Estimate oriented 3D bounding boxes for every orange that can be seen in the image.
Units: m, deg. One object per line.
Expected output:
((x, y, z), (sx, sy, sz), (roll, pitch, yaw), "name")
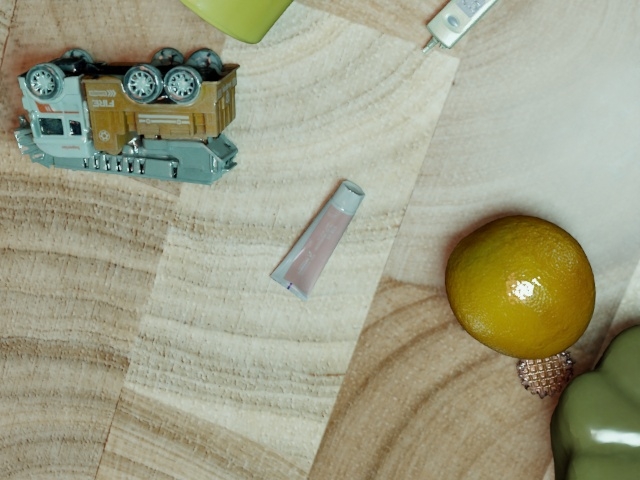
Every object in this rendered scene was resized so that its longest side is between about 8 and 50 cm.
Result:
((0.273, 0.064, 1.303), (0.206, 0.206, 0.206), (3, 102, 12), "orange")

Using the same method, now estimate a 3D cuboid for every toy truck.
((-0.291, -0.178, 1.403), (0.338, 0.133, 0.184), (2, 111, 10), "toy truck")

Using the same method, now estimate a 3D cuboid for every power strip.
((0.208, -0.326, 1.313), (0.047, 0.030, 0.191), (46, 106, 1), "power strip")

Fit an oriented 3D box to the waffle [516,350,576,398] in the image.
((0.327, 0.186, 1.397), (0.075, 0.029, 0.083), (36, 104, 0), "waffle")

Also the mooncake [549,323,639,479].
((0.478, 0.274, 1.216), (0.378, 0.201, 0.378), (-5, 62, 10), "mooncake")

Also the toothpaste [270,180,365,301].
((0.000, 0.000, 1.426), (0.067, 0.043, 0.194), (35, 112, 1), "toothpaste")

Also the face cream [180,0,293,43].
((-0.111, -0.396, 1.269), (0.218, 0.218, 0.179), (42, 108, 1), "face cream")
